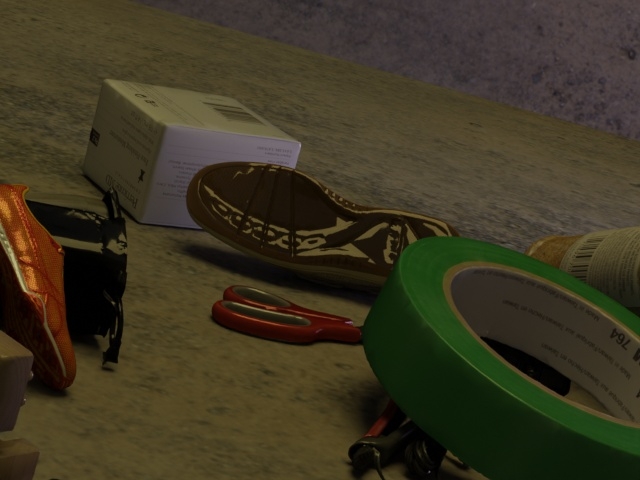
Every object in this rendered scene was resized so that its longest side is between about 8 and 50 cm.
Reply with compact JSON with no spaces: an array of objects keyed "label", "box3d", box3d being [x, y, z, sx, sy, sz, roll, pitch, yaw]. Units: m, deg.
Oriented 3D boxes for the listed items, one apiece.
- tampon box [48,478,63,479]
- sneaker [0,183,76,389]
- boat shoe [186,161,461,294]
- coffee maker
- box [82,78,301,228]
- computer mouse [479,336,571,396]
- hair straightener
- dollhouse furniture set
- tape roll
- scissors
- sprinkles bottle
[{"label":"tampon box","box3d":[-0.080,0.209,0.887,0.161,0.101,0.120,13,14,-8]},{"label":"sneaker","box3d":[-0.222,0.032,1.317,0.067,0.175,0.064,-14,-12,-39]},{"label":"boat shoe","box3d":[0.000,0.000,1.797,0.302,0.109,0.098,14,-25,-5]},{"label":"coffee maker","box3d":[-0.258,0.013,1.404,0.178,0.120,0.171,9,16,-22]},{"label":"box","box3d":[-0.150,-0.095,1.923,0.182,0.119,0.181,6,18,-33]},{"label":"computer mouse","box3d":[0.158,0.110,1.612,0.184,0.060,0.262,18,26,-7]},{"label":"hair straightener","box3d":[0.089,0.155,1.377,0.089,0.047,0.230,19,14,15]},{"label":"dollhouse furniture set","box3d":[-0.212,0.105,1.043,0.144,0.151,0.123,29,19,34]},{"label":"tape roll","box3d":[0.194,0.116,1.442,0.321,0.077,0.321,23,23,-11]},{"label":"scissors","box3d":[0.038,0.093,1.625,0.297,0.021,0.109,15,12,-8]},{"label":"sprinkles bottle","box3d":[0.334,0.041,1.668,0.121,0.121,0.355,9,-7,-26]}]
